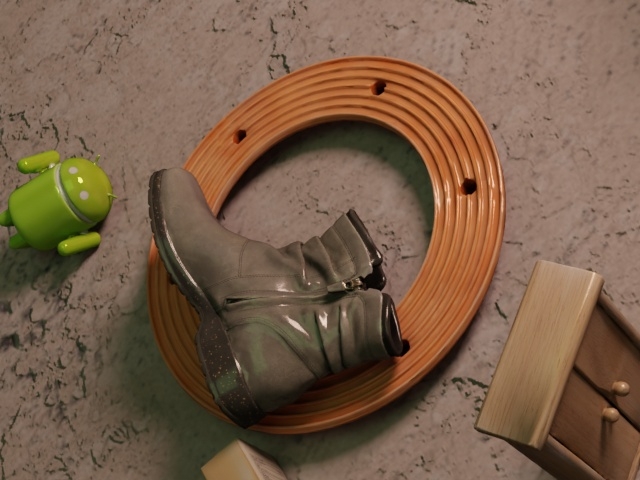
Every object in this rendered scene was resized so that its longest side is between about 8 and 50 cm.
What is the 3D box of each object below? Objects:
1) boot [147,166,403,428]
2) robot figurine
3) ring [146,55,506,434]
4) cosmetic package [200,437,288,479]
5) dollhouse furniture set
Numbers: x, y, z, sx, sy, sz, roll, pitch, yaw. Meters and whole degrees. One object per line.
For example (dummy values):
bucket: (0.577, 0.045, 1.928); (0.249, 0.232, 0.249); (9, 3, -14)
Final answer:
boot: (-0.033, 0.018, 1.090); (0.161, 0.083, 0.246); (-29, 60, 8)
robot figurine: (-0.244, -0.034, 1.278); (0.115, 0.067, 0.101); (-28, 83, 17)
ring: (0.000, 0.000, 1.137); (0.337, 0.032, 0.336); (-14, 60, 25)
cosmetic package: (-0.039, 0.210, 1.038); (0.041, 0.060, 0.115); (-42, 51, 7)
dollhouse furniture set: (0.285, 0.144, 0.801); (0.355, 0.174, 0.303); (14, 75, 36)
